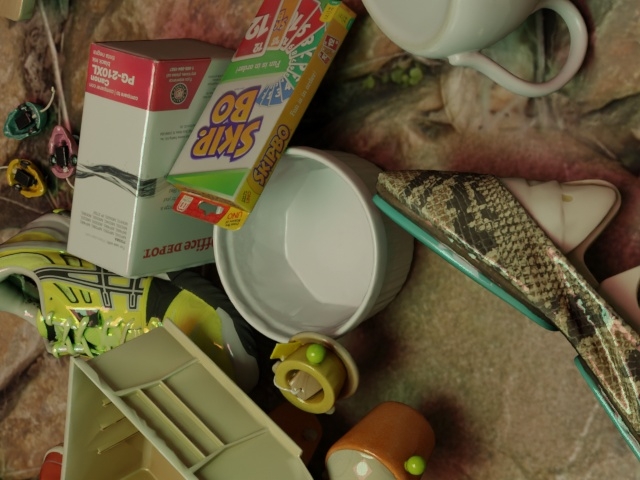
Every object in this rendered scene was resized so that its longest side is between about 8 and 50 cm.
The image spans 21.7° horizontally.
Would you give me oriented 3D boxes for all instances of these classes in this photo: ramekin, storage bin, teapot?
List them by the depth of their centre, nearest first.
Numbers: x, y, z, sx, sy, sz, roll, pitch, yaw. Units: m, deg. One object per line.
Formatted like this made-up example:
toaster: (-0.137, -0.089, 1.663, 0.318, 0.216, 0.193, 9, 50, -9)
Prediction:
teapot: (0.148, -0.297, 1.578, 0.252, 0.187, 0.256, 51, 149, 38)
storage bin: (-0.144, 0.265, 1.741, 0.260, 0.123, 0.262, 42, 140, 29)
ramekin: (0.000, 0.000, 1.756, 0.207, 0.109, 0.207, 6, 101, 32)

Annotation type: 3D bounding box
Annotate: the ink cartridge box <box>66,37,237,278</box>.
ink cartridge box: (-0.174, -0.093, 1.819, 0.100, 0.172, 0.237, 19, 107, 31)

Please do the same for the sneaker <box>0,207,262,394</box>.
sneaker: (-0.228, 0.097, 1.880, 0.384, 0.147, 0.145, 22, 132, 34)

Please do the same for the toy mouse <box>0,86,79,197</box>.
toy mouse: (-0.328, -0.119, 2.002, 0.161, 0.031, 0.143, 26, 111, 28)

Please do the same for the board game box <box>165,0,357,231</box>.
board game box: (-0.067, -0.137, 1.734, 0.124, 0.039, 0.259, 17, 79, 49)

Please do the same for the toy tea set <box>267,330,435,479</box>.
toy tea set: (-0.012, 0.256, 1.746, 0.200, 0.124, 0.336, 33, 138, 10)

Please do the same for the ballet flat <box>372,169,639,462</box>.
ballet flat: (0.270, 0.060, 1.580, 0.182, 0.164, 0.483, -45, 77, 7)

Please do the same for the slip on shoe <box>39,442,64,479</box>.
slip on shoe: (-0.315, 0.410, 2.034, 0.123, 0.101, 0.331, 13, 103, 33)

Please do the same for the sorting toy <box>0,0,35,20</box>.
sorting toy: (-0.396, -0.416, 1.967, 0.255, 0.089, 0.257, 22, 109, 29)
